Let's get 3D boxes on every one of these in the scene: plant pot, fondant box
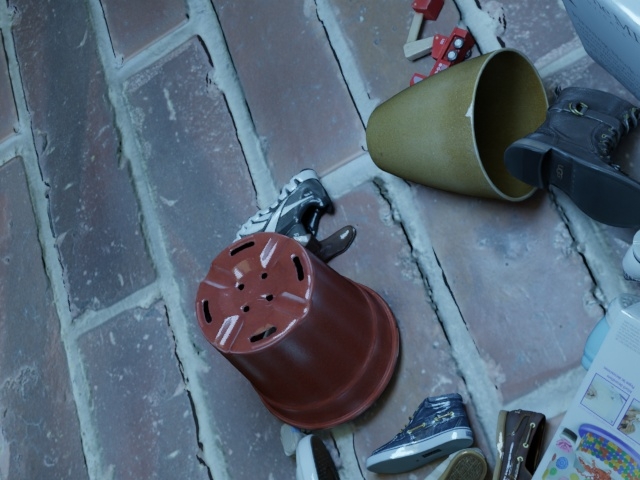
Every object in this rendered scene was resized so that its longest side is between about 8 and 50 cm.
[{"bbox_3d":[0.208,-0.179,1.524,0.254,0.237,0.237,1,73,42],"label":"plant pot"},{"bbox_3d":[0.438,0.275,1.204,0.238,0.096,0.330,35,118,31],"label":"fondant box"},{"bbox_3d":[-0.047,0.132,1.486,0.272,0.265,0.272,-12,59,21],"label":"plant pot"}]

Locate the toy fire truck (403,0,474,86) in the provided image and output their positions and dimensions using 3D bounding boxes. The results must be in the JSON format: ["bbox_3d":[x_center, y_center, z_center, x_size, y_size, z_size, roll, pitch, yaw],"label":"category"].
[{"bbox_3d":[0.198,-0.344,1.669,0.135,0.047,0.192,28,88,32],"label":"toy fire truck"}]

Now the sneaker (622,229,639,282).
[{"bbox_3d":[0.555,0.046,1.334,0.235,0.095,0.090,15,55,12],"label":"sneaker"}]

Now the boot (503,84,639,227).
[{"bbox_3d":[0.428,-0.145,1.410,0.263,0.091,0.229,31,52,26],"label":"boot"}]

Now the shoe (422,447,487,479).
[{"bbox_3d":[0.178,0.402,1.431,0.076,0.058,0.219,40,100,-1],"label":"shoe"}]

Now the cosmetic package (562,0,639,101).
[{"bbox_3d":[0.548,-0.358,1.284,0.327,0.393,0.329,-41,59,11],"label":"cosmetic package"}]

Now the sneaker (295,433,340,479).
[{"bbox_3d":[-0.023,0.460,1.482,0.123,0.106,0.290,-19,67,19],"label":"sneaker"}]

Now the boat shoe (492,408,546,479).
[{"bbox_3d":[0.290,0.347,1.365,0.073,0.073,0.207,0,66,24],"label":"boat shoe"}]

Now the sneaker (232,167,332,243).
[{"bbox_3d":[-0.069,-0.017,1.683,0.234,0.078,0.106,-46,56,5],"label":"sneaker"}]

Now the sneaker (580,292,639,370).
[{"bbox_3d":[0.517,0.240,1.281,0.366,0.135,0.150,47,127,27],"label":"sneaker"}]

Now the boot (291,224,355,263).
[{"bbox_3d":[0.000,0.000,1.618,0.106,0.114,0.037,-46,59,7],"label":"boot"}]

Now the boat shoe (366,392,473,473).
[{"bbox_3d":[0.152,0.306,1.474,0.183,0.065,0.083,-24,50,21],"label":"boat shoe"}]

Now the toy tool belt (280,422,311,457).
[{"bbox_3d":[-0.040,0.327,1.578,0.052,0.051,0.083,-39,46,30],"label":"toy tool belt"}]
